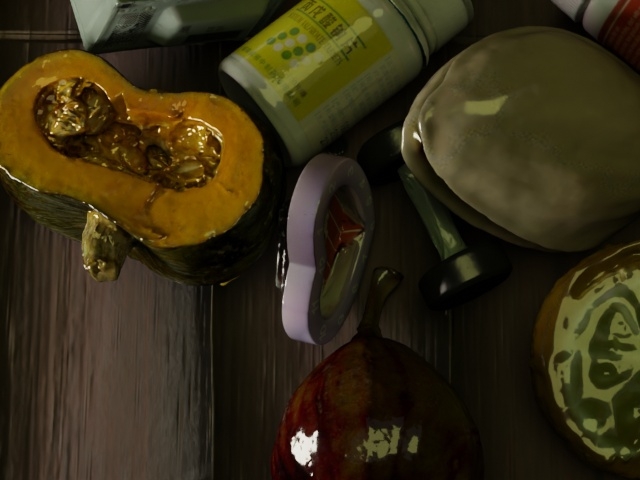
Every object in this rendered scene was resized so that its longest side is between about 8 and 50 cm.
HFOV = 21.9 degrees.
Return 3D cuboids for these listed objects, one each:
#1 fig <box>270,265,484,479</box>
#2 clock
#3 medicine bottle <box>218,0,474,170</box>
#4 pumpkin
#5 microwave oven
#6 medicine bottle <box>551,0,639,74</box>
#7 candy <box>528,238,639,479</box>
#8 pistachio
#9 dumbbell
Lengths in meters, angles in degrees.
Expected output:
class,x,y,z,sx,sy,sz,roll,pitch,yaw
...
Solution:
class,x,y,z,sx,sy,sz,roll,pitch,yaw
fig,0.062,0.160,1.675,0.217,0.217,0.321,5,47,1
clock,0.000,0.000,1.708,0.064,0.172,0.198,13,114,20
medicine bottle,0.029,-0.205,1.765,0.258,0.143,0.143,-37,79,-11
pumpkin,-0.196,-0.059,1.711,0.317,0.139,0.222,21,78,11
microwave oven,-0.158,-0.289,1.761,0.208,0.122,0.162,-10,72,-28
medicine bottle,0.408,-0.276,1.729,0.241,0.252,0.252,40,79,9
candy,0.340,0.123,1.697,0.260,0.118,0.260,0,77,2
pistachio,0.224,-0.105,1.683,0.332,0.208,0.226,12,94,-35
dumbbell,0.119,-0.029,1.742,0.100,0.100,0.191,-23,77,-6
